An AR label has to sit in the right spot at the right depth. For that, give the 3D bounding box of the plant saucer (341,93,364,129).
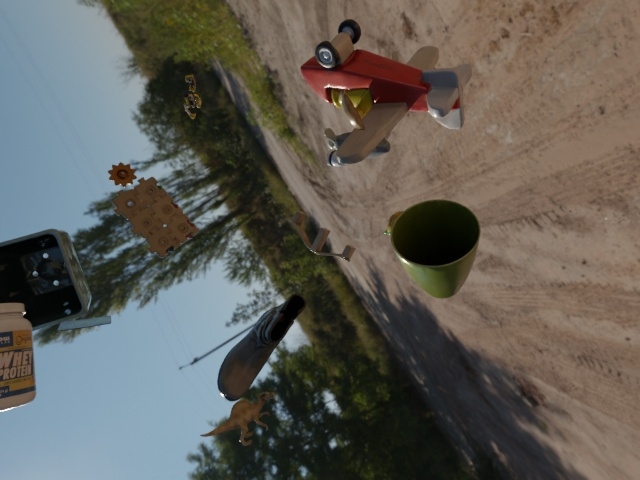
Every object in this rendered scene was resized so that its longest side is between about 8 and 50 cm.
[{"bbox_3d":[0.065,-0.262,0.908,0.083,0.015,0.083,50,-156,-32],"label":"plant saucer"}]

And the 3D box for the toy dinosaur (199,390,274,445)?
[{"bbox_3d":[-0.183,0.420,1.018,0.092,0.183,0.053,64,156,-5],"label":"toy dinosaur"}]

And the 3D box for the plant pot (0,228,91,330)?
[{"bbox_3d":[-0.806,0.103,1.253,0.252,0.248,0.247,-157,51,-72],"label":"plant pot"}]

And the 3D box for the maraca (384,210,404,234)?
[{"bbox_3d":[0.322,-0.066,1.807,0.099,0.127,0.186,52,172,-6],"label":"maraca"}]

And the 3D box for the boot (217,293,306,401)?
[{"bbox_3d":[-0.131,0.226,0.960,0.083,0.246,0.161,37,148,-6],"label":"boot"}]

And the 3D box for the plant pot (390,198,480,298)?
[{"bbox_3d":[0.395,0.060,1.477,0.274,0.275,0.293,53,172,42],"label":"plant pot"}]

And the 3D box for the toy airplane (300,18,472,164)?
[{"bbox_3d":[0.174,-0.348,1.096,0.272,0.386,0.384,92,162,-54],"label":"toy airplane"}]

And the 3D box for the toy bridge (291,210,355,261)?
[{"bbox_3d":[0.000,0.000,1.054,0.188,0.063,0.026,36,-165,29],"label":"toy bridge"}]

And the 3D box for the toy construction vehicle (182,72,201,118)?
[{"bbox_3d":[-0.374,-0.415,1.265,0.098,0.035,0.085,88,180,-58],"label":"toy construction vehicle"}]

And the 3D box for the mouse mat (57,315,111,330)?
[{"bbox_3d":[-0.959,0.337,1.793,0.153,0.190,0.007,7,100,64],"label":"mouse mat"}]

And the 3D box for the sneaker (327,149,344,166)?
[{"bbox_3d":[0.126,-0.376,1.896,0.095,0.235,0.090,11,129,34],"label":"sneaker"}]

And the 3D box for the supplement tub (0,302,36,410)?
[{"bbox_3d":[-0.647,0.231,0.861,0.144,0.144,0.199,86,173,-81],"label":"supplement tub"}]

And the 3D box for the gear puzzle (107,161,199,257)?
[{"bbox_3d":[-0.569,-0.107,1.427,0.339,0.175,0.044,50,149,-5],"label":"gear puzzle"}]
